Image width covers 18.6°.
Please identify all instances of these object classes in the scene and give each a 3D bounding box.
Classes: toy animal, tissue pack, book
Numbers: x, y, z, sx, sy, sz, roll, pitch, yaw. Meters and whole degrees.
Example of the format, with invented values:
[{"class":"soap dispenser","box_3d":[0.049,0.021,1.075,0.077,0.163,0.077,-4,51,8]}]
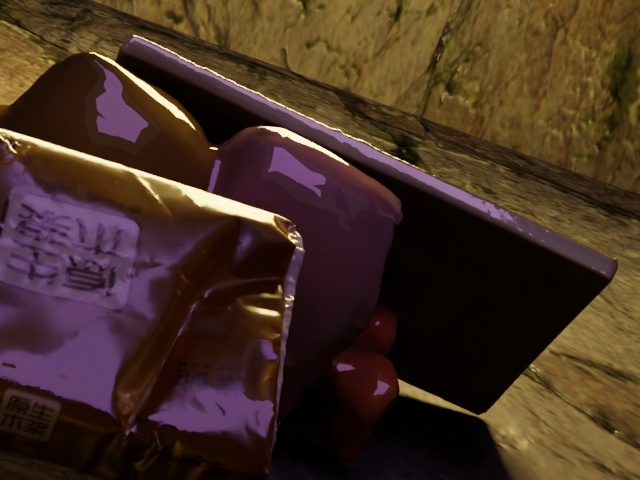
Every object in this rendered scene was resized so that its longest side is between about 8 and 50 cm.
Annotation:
[{"class":"toy animal","box_3d":[-0.080,0.001,1.079,0.281,0.169,0.195,20,19,-5]},{"class":"tissue pack","box_3d":[-0.126,0.037,0.899,0.226,0.092,0.183,16,40,-9]},{"class":"book","box_3d":[0.000,0.000,1.194,0.310,0.021,0.217,25,-31,-5]}]
